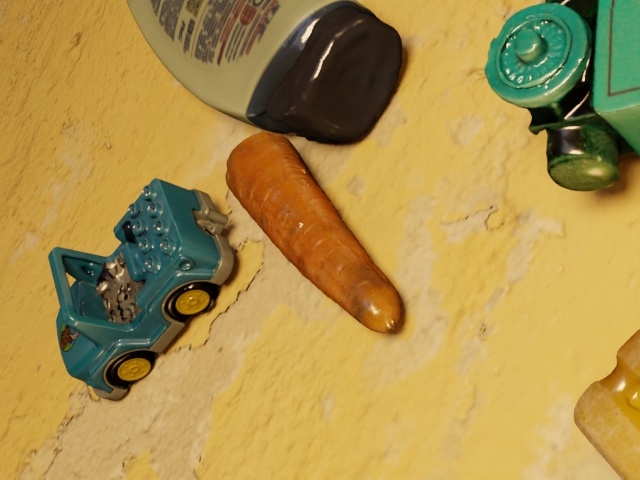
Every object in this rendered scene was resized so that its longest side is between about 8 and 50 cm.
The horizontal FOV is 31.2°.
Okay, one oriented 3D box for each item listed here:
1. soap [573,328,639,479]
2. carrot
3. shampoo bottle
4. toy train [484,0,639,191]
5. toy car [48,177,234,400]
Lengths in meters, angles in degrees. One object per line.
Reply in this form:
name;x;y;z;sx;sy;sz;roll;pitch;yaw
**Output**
soap;0.224;0.101;0.467;0.140;0.073;0.232;-53;39;13
carrot;0.000;0.000;0.799;0.061;0.061;0.210;-52;43;13
shampoo bottle;-0.064;-0.174;0.956;0.134;0.078;0.359;-59;38;9
toy train;0.179;-0.127;0.634;0.154;0.107;0.198;-7;63;38
toy car;-0.157;0.035;0.917;0.191;0.100;0.097;-48;43;24
